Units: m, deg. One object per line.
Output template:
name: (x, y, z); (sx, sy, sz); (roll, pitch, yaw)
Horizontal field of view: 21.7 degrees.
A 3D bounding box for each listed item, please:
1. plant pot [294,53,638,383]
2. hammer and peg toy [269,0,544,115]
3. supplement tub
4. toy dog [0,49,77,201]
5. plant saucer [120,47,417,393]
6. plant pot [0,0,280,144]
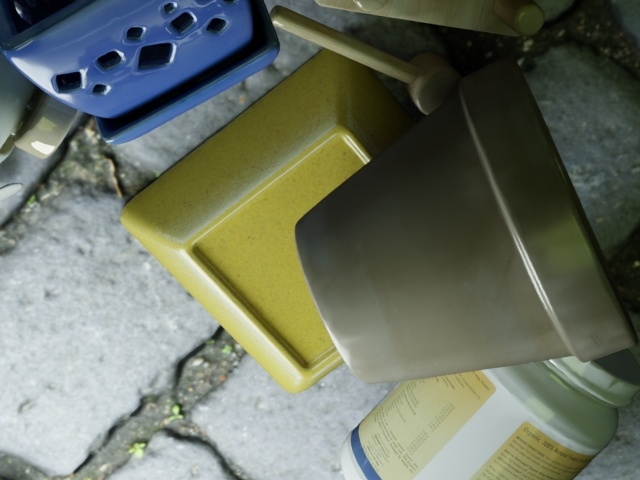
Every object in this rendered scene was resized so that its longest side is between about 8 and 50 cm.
plant pot: (0.138, 0.013, 1.720); (0.280, 0.323, 0.323); (-25, 118, 10)
hammer and peg toy: (0.117, -0.291, 1.696); (0.266, 0.127, 0.361); (6, 117, -26)
supplement tub: (0.200, 0.210, 1.938); (0.228, 0.228, 0.316); (34, 108, -22)
toy dog: (-0.390, -0.111, 1.762); (0.333, 0.161, 0.220); (-27, 122, 23)
plant saucer: (0.000, 0.000, 1.887); (0.332, 0.081, 0.333); (-37, 116, 11)
plant pot: (-0.182, -0.246, 1.639); (0.236, 0.236, 0.212); (-28, 139, 7)
